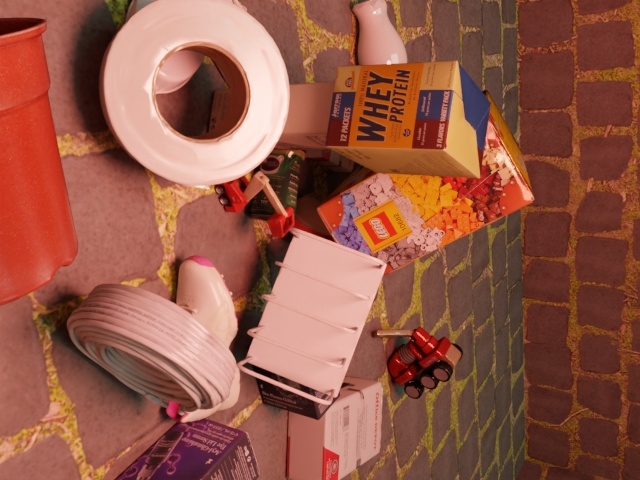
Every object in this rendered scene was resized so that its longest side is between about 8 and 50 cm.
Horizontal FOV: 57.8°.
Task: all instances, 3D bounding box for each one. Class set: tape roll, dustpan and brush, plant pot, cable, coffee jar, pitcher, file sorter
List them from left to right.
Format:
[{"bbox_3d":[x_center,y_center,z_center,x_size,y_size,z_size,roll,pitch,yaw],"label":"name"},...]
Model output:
[{"bbox_3d":[-0.398,-0.080,0.622,0.272,0.273,0.265,-40,133,-47],"label":"plant pot"},{"bbox_3d":[-0.244,0.163,0.861,0.257,0.257,0.089,42,55,-23],"label":"cable"},{"bbox_3d":[-0.271,-0.278,0.961,0.147,0.060,0.211,22,69,-43],"label":"dustpan and brush"},{"bbox_3d":[-0.196,-0.229,0.911,0.286,0.100,0.286,-6,105,-24],"label":"tape roll"},{"bbox_3d":[-0.088,-0.132,1.205,0.079,0.096,0.184,21,77,-61],"label":"coffee jar"},{"bbox_3d":[-0.015,0.135,1.064,0.173,0.193,0.277,44,67,-83],"label":"file sorter"},{"bbox_3d":[0.160,-0.513,1.526,0.178,0.126,0.207,-35,112,-67],"label":"pitcher"}]

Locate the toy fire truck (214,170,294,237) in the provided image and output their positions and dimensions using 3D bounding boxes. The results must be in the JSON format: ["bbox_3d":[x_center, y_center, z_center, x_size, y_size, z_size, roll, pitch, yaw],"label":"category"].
[{"bbox_3d":[-0.136,-0.099,1.101,0.047,0.135,0.192,-50,133,-41],"label":"toy fire truck"}]

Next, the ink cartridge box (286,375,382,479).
[{"bbox_3d":[0.042,0.469,1.452,0.273,0.114,0.196,-1,94,-55],"label":"ink cartridge box"}]

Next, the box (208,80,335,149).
[{"bbox_3d":[-0.066,-0.223,1.064,0.113,0.275,0.094,15,83,-56],"label":"box"}]

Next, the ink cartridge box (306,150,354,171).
[{"bbox_3d":[0.027,-0.229,1.400,0.135,0.056,0.099,17,80,-55],"label":"ink cartridge box"}]

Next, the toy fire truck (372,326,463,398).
[{"bbox_3d":[0.263,0.339,1.742,0.246,0.217,0.158,44,45,3],"label":"toy fire truck"}]

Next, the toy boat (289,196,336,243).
[{"bbox_3d":[0.000,0.000,1.342,0.151,0.151,0.231,-55,145,7],"label":"toy boat"}]

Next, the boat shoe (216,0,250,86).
[{"bbox_3d":[-0.163,-0.392,1.066,0.267,0.096,0.088,59,43,-42],"label":"boat shoe"}]

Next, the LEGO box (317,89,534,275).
[{"bbox_3d":[0.252,-0.145,1.315,0.193,0.373,0.500,58,23,-8],"label":"LEGO box"}]

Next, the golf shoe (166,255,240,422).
[{"bbox_3d":[-0.223,0.183,1.030,0.140,0.115,0.306,-21,110,-50],"label":"golf shoe"}]

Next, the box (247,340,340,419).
[{"bbox_3d":[-0.056,0.281,1.247,0.093,0.156,0.158,-37,123,-47],"label":"box"}]

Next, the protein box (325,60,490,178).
[{"bbox_3d":[0.150,-0.193,0.960,0.200,0.201,0.135,13,85,-59],"label":"protein box"}]

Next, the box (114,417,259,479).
[{"bbox_3d":[-0.233,0.419,1.002,0.207,0.153,0.108,-39,125,-48],"label":"box"}]
